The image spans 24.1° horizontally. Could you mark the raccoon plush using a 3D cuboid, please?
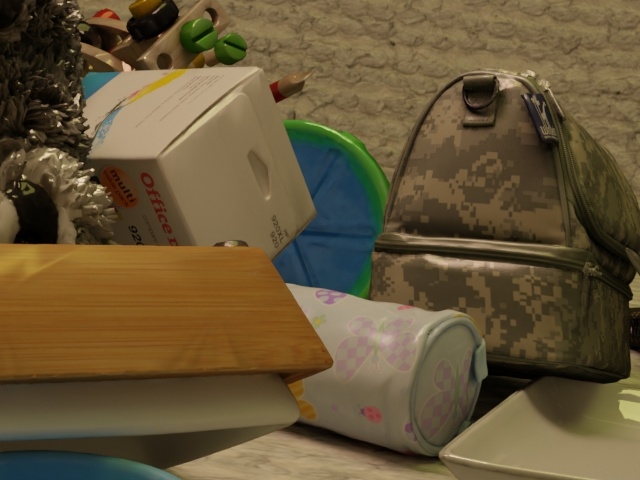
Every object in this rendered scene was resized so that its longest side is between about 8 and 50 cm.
[{"bbox_3d":[-0.227,-0.091,1.287,0.216,0.299,0.446,-21,13,29],"label":"raccoon plush"}]

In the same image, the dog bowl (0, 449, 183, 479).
[{"bbox_3d":[-0.123,0.168,0.695,0.166,0.074,0.297,6,7,-9],"label":"dog bowl"}]

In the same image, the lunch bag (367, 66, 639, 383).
[{"bbox_3d":[0.183,-0.006,1.389,0.213,0.256,0.305,3,-8,24],"label":"lunch bag"}]

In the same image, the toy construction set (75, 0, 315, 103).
[{"bbox_3d":[-0.132,-0.170,1.671,0.309,0.257,0.237,-19,0,-41],"label":"toy construction set"}]

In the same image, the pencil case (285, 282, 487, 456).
[{"bbox_3d":[0.000,0.090,1.231,0.273,0.113,0.124,9,40,33],"label":"pencil case"}]

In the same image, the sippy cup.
[{"bbox_3d":[0.000,0.000,1.638,0.305,0.240,0.224,42,9,19],"label":"sippy cup"}]

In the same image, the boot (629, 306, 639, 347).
[{"bbox_3d":[0.369,0.104,1.735,0.137,0.076,0.198,6,-8,33],"label":"boot"}]

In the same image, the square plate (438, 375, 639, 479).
[{"bbox_3d":[0.296,0.176,1.129,0.347,0.049,0.344,9,7,19],"label":"square plate"}]

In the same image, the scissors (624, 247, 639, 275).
[{"bbox_3d":[0.341,0.082,1.432,0.297,0.021,0.109,42,-1,-31],"label":"scissors"}]

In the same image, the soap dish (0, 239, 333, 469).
[{"bbox_3d":[-0.176,0.077,0.903,0.291,0.118,0.229,1,-16,-33],"label":"soap dish"}]

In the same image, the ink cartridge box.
[{"bbox_3d":[-0.159,-0.053,1.442,0.233,0.171,0.168,2,36,38],"label":"ink cartridge box"}]
